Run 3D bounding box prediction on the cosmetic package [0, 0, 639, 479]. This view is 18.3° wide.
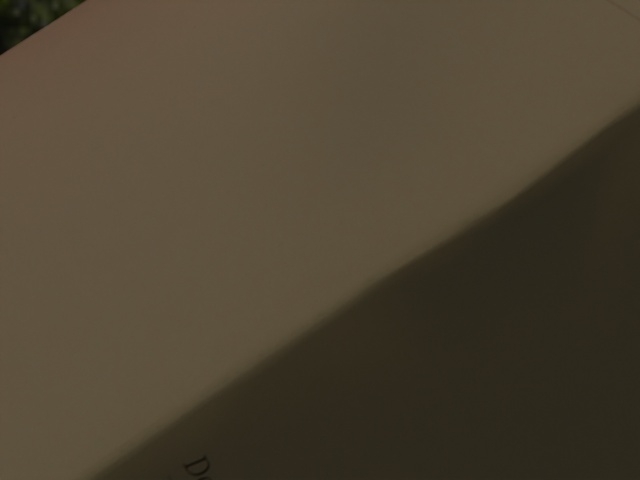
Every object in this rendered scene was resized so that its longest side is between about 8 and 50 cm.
[{"bbox_3d":[-0.050,0.047,0.598,0.385,0.156,0.217,-37,-142,-10],"label":"cosmetic package"}]
